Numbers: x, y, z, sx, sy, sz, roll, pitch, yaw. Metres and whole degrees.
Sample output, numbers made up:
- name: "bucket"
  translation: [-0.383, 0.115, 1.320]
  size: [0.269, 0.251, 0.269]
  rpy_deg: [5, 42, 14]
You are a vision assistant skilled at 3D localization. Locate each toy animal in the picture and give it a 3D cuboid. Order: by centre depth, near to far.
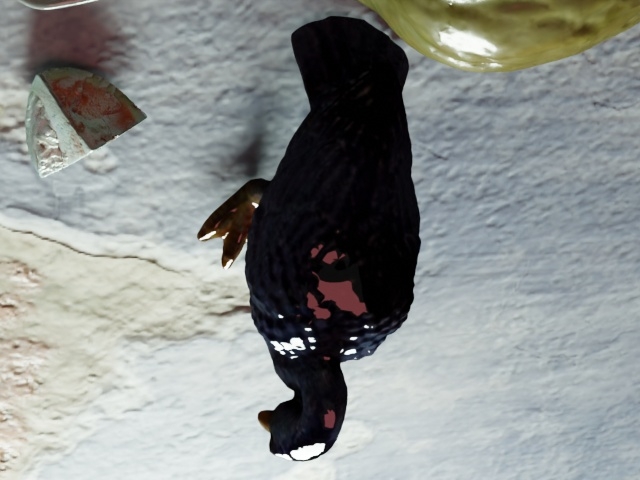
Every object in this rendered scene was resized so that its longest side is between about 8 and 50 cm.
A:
- name: "toy animal"
  translation: [0.000, 0.000, 1.003]
  size: [0.122, 0.185, 0.298]
  rpy_deg: [14, 105, -20]

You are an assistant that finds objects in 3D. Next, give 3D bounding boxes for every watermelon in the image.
- name: "watermelon"
  translation: [-0.164, -0.069, 0.976]
  size: [0.085, 0.061, 0.085]
  rpy_deg: [-9, 123, -15]

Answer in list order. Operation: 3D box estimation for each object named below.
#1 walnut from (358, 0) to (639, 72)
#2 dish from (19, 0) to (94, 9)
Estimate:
- name: "walnut"
  translation: [0.126, -0.221, 0.827]
  size: [0.283, 0.227, 0.283]
  rpy_deg: [-26, 173, -3]
- name: "dish"
  translation: [-0.164, -0.231, 0.841]
  size: [0.154, 0.064, 0.234]
  rpy_deg: [-15, 132, -4]
